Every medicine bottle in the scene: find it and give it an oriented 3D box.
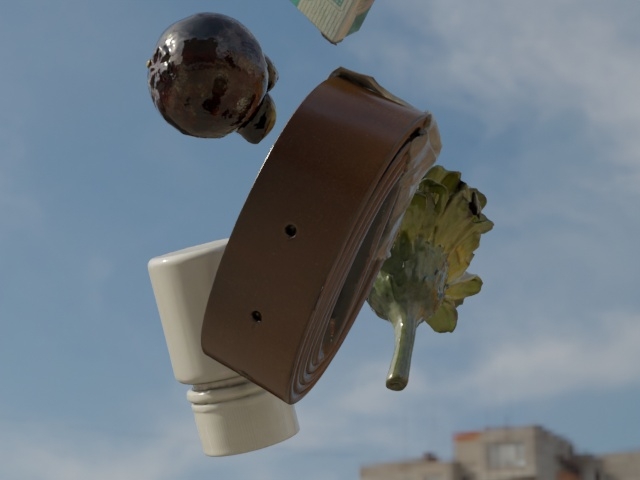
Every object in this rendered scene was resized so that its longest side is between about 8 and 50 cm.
[{"bbox_3d":[-0.105,0.119,1.836,0.139,0.236,0.139,-15,4,1],"label":"medicine bottle"}]

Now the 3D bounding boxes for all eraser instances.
[{"bbox_3d":[0.037,-0.329,1.766,0.052,0.095,0.225,-31,-20,-40],"label":"eraser"}]

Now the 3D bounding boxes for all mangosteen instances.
[{"bbox_3d":[-0.128,-0.202,2.030,0.184,0.172,0.172,27,-32,-25],"label":"mangosteen"}]

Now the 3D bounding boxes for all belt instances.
[{"bbox_3d":[0.000,0.000,1.611,0.122,0.338,0.217,29,24,14],"label":"belt"}]

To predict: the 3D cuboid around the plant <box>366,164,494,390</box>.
[{"bbox_3d":[0.122,0.028,2.103,0.306,0.297,0.261,33,-80,-27],"label":"plant"}]
